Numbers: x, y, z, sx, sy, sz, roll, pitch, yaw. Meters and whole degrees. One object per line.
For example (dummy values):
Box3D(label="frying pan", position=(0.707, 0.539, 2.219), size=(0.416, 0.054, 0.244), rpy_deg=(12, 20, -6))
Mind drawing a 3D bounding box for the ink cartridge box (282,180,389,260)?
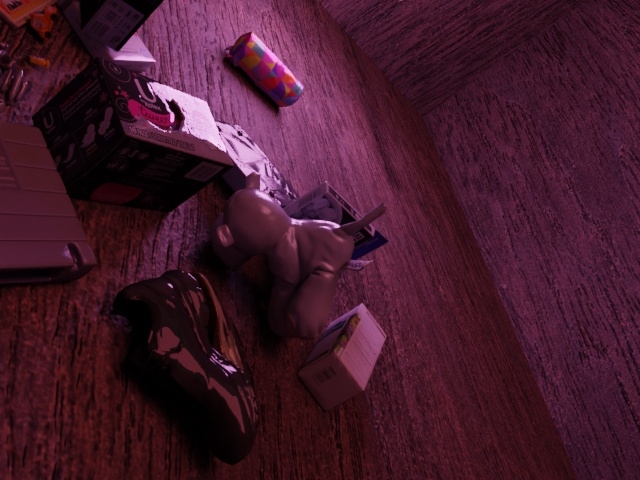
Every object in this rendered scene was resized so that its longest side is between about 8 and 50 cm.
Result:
Box3D(label="ink cartridge box", position=(0.000, 0.000, 1.310), size=(0.208, 0.206, 0.045), rpy_deg=(41, 33, -31))

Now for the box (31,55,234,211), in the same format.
Box3D(label="box", position=(-0.284, -0.155, 1.000), size=(0.247, 0.163, 0.142), rpy_deg=(7, 55, -62))

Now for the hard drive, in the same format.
Box3D(label="hard drive", position=(-0.152, -0.150, 1.354), size=(0.255, 0.054, 0.172), rpy_deg=(50, 21, 15))

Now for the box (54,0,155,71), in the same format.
Box3D(label="box", position=(-0.421, -0.413, 1.237), size=(0.186, 0.038, 0.145), rpy_deg=(57, 23, -1))

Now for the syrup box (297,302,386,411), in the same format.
Box3D(label="syrup box", position=(0.049, 0.222, 1.257), size=(0.096, 0.093, 0.237), rpy_deg=(54, 23, -5))

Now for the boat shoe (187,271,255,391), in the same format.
Box3D(label="boat shoe", position=(-0.157, 0.155, 0.964), size=(0.073, 0.080, 0.224), rpy_deg=(12, 54, -66))

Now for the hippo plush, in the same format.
Box3D(label="hippo plush", position=(-0.081, 0.029, 1.114), size=(0.236, 0.294, 0.234), rpy_deg=(26, 65, -19))

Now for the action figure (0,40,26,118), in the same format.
Box3D(label="action figure", position=(-0.446, -0.212, 0.751), size=(0.185, 0.099, 0.285), rpy_deg=(30, 13, -27))

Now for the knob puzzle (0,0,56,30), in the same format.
Box3D(label="knob puzzle", position=(-0.542, -0.457, 1.061), size=(0.213, 0.030, 0.213), rpy_deg=(43, 26, -28))

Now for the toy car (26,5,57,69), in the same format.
Box3D(label="toy car", position=(-0.456, -0.339, 1.044), size=(0.040, 0.060, 0.122), rpy_deg=(15, 41, -34))

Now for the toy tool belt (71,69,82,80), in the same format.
Box3D(label="toy tool belt", position=(-0.397, -0.259, 1.076), size=(0.051, 0.052, 0.083), rpy_deg=(13, 35, -14))

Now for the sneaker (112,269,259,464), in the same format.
Box3D(label="sneaker", position=(-0.190, 0.175, 0.861), size=(0.130, 0.109, 0.286), rpy_deg=(-7, 58, -54))

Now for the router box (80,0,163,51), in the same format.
Box3D(label="router box", position=(-0.315, -0.531, 1.154), size=(0.081, 0.308, 0.243), rpy_deg=(26, 38, -44))

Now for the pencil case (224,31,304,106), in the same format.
Box3D(label="pencil case", position=(-0.153, -0.468, 1.773), size=(0.236, 0.104, 0.104), rpy_deg=(37, 29, -34))

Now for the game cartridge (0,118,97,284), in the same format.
Box3D(label="game cartridge", position=(-0.435, -0.054, 0.707), size=(0.230, 0.068, 0.355), rpy_deg=(58, 22, 15))
